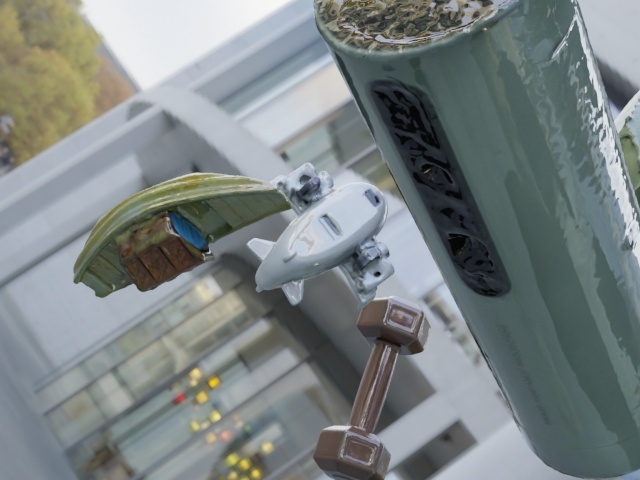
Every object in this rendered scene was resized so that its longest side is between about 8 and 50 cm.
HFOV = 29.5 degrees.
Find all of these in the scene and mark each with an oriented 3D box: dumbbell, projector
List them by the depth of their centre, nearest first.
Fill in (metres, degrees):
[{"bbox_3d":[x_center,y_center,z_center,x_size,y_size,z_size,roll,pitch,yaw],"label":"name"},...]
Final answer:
[{"bbox_3d":[0.107,-0.008,0.604,0.108,0.108,0.337,44,-11,46],"label":"projector"},{"bbox_3d":[0.064,0.181,1.464,0.092,0.230,0.082,22,-21,-4],"label":"dumbbell"}]

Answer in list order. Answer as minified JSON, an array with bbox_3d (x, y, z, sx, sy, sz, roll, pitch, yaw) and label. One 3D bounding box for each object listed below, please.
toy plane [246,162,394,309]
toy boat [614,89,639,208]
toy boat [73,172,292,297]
[{"bbox_3d":[0.001,-0.001,1.315,0.174,0.174,0.080,54,-17,8],"label":"toy plane"},{"bbox_3d":[0.273,-0.087,1.020,0.055,0.093,0.293,37,26,5],"label":"toy boat"},{"bbox_3d":[-0.104,-0.005,0.893,0.065,0.172,0.066,47,22,-53],"label":"toy boat"}]
